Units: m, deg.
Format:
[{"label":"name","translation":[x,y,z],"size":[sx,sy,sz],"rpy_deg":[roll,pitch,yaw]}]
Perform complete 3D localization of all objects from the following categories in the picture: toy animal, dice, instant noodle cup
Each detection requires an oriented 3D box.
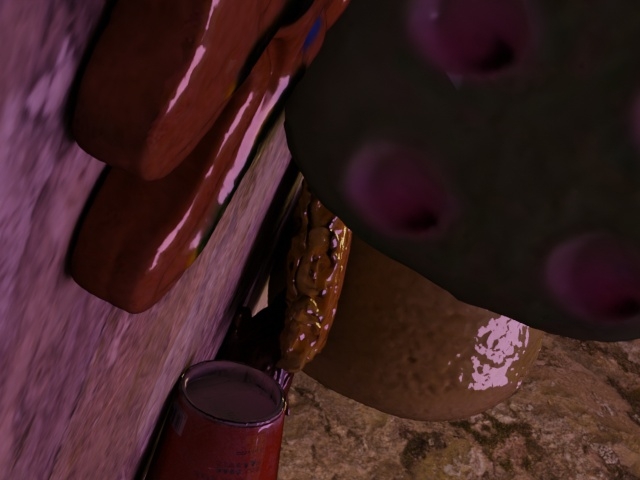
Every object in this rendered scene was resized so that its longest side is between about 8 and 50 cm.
[{"label":"toy animal","translation":[-0.066,0.124,1.337],"size":[0.179,0.089,0.188],"rpy_deg":[72,41,-80]},{"label":"dice","translation":[0.178,-0.156,0.880],"size":[0.330,0.322,0.318],"rpy_deg":[110,5,-47]},{"label":"instant noodle cup","translation":[-0.084,0.175,1.078],"size":[0.127,0.127,0.136],"rpy_deg":[-62,167,-62]}]

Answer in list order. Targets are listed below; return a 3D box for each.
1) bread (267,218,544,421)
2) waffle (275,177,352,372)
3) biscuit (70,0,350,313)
[{"label":"bread","translation":[0.098,0.065,1.524],"size":[0.320,0.320,0.237],"rpy_deg":[-52,166,-82]},{"label":"waffle","translation":[0.002,0.000,1.279],"size":[0.254,0.052,0.245],"rpy_deg":[-54,152,-79]},{"label":"biscuit","translation":[-0.001,-0.127,0.504],"size":[0.202,0.047,0.334],"rpy_deg":[111,4,-58]}]
